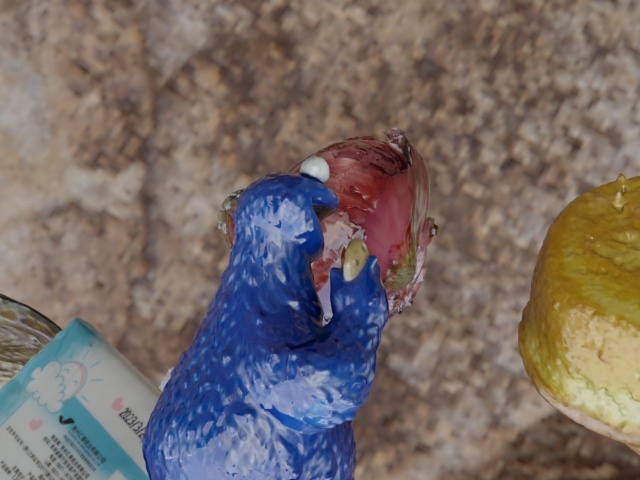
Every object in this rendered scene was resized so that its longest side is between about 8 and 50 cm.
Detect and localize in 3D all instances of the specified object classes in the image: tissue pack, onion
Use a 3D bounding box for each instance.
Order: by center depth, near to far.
[{"bbox_3d":[0.000,0.000,1.324,0.147,0.184,0.184,28,147,11],"label":"onion"},{"bbox_3d":[-0.154,0.205,1.350,0.271,0.201,0.124,39,175,45],"label":"tissue pack"}]

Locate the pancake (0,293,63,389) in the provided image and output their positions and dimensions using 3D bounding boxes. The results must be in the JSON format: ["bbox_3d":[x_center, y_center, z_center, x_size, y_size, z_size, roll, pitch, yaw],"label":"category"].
[{"bbox_3d":[-0.353,0.108,1.924,0.250,0.031,0.250,9,153,5],"label":"pancake"}]

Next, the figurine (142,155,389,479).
[{"bbox_3d":[-0.036,0.082,1.053,0.121,0.262,0.164,8,161,-18],"label":"figurine"}]

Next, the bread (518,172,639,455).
[{"bbox_3d":[0.232,0.040,1.443,0.139,0.229,0.143,18,132,14],"label":"bread"}]

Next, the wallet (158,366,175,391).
[{"bbox_3d":[-0.095,0.180,1.951,0.190,0.095,0.033,3,142,24],"label":"wallet"}]
